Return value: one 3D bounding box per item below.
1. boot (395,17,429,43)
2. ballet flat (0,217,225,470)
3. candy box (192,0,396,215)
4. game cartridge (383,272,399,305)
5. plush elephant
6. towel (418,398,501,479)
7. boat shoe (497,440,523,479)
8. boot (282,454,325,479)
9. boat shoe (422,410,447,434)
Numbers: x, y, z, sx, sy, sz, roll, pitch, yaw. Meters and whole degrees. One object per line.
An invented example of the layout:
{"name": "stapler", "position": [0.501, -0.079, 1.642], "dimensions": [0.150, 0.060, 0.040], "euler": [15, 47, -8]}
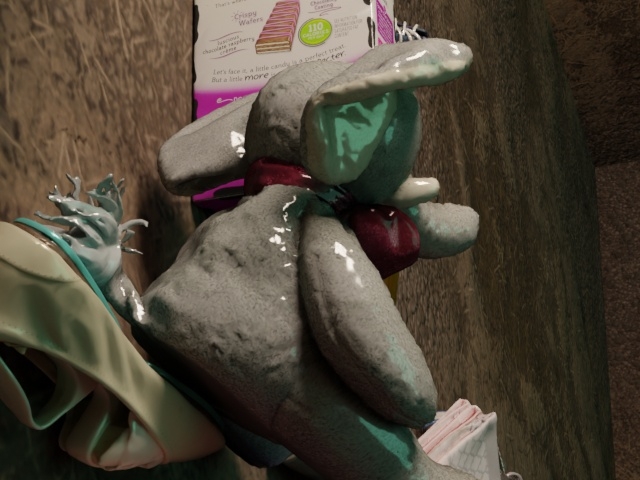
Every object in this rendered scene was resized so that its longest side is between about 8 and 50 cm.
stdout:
{"name": "boot", "position": [0.079, -0.237, 1.404], "dimensions": [0.190, 0.086, 0.069], "euler": [54, 26, -63]}
{"name": "ballet flat", "position": [-0.137, 0.085, 0.715], "dimensions": [0.248, 0.086, 0.086], "euler": [57, 30, -46]}
{"name": "candy box", "position": [-0.020, -0.139, 1.002], "dimensions": [0.071, 0.159, 0.234], "euler": [42, 43, -62]}
{"name": "game cartridge", "position": [0.047, -0.062, 1.168], "dimensions": [0.324, 0.052, 0.285], "euler": [81, 7, -69]}
{"name": "plush elephant", "position": [0.000, 0.000, 0.813], "dimensions": [0.330, 0.272, 0.255], "euler": [47, 71, -26]}
{"name": "towel", "position": [0.093, 0.351, 1.092], "dimensions": [0.317, 0.053, 0.332], "euler": [-31, 118, -53]}
{"name": "boat shoe", "position": [0.240, 0.387, 1.580], "dimensions": [0.112, 0.095, 0.335], "euler": [42, 43, -60]}
{"name": "boot", "position": [0.021, 0.217, 1.084], "dimensions": [0.208, 0.076, 0.190], "euler": [52, 33, -57]}
{"name": "boat shoe", "position": [0.165, 0.293, 1.478], "dimensions": [0.183, 0.066, 0.066], "euler": [59, 32, -25]}
